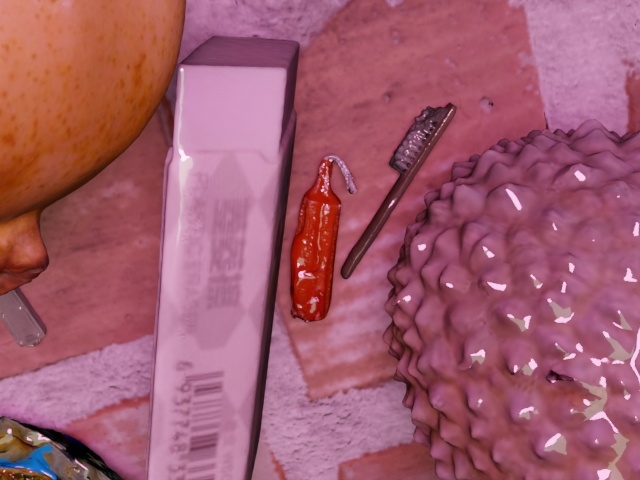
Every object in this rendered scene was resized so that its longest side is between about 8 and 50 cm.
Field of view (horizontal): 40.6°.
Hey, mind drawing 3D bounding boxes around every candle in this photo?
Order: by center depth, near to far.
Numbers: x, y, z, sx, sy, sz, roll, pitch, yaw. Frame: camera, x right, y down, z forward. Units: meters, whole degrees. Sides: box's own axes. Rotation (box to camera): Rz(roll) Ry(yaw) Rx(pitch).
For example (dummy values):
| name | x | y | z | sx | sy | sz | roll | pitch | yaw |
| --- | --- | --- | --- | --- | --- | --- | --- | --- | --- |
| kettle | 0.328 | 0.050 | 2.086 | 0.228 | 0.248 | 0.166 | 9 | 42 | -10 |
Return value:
| name | x | y | z | sx | sy | sz | roll | pitch | yaw |
| --- | --- | --- | --- | --- | --- | --- | --- | --- | --- |
| candle | 0.000 | 0.000 | 0.802 | 0.053 | 0.048 | 0.162 | -9 | 114 | -38 |

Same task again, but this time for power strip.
| name | x | y | z | sx | sy | sz | roll | pitch | yaw |
| --- | --- | --- | --- | --- | --- | --- | --- | --- | --- |
| power strip | -0.283 | 0.062 | 0.796 | 0.027 | 0.017 | 0.083 | -25 | 113 | 0 |

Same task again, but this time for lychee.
| name | x | y | z | sx | sy | sz | roll | pitch | yaw |
| --- | --- | --- | --- | --- | --- | --- | --- | --- | --- |
| lychee | 0.255 | 0.098 | 0.723 | 0.432 | 0.380 | 0.380 | 34 | 103 | 0 |

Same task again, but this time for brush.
| name | x | y | z | sx | sy | sz | roll | pitch | yaw |
| --- | --- | --- | --- | --- | --- | --- | --- | --- | --- |
| brush | 0.064 | -0.049 | 0.802 | 0.027 | 0.034 | 0.190 | 29 | 104 | -9 |

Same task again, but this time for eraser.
| name | x | y | z | sx | sy | sz | roll | pitch | yaw |
| --- | --- | --- | --- | --- | --- | --- | --- | --- | --- |
| eraser | -0.080 | 0.039 | 0.724 | 0.082 | 0.213 | 0.397 | 7 | 111 | 0 |

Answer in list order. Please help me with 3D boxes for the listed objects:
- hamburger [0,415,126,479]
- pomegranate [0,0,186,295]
| name | x | y | z | sx | sy | sz | roll | pitch | yaw |
| --- | --- | --- | --- | --- | --- | --- | --- | --- | --- |
| hamburger | -0.314 | 0.311 | 0.819 | 0.260 | 0.150 | 0.276 | 17 | 107 | -17 |
| pomegranate | -0.281 | -0.134 | 0.507 | 0.416 | 0.417 | 0.417 | -3 | 112 | -8 |
